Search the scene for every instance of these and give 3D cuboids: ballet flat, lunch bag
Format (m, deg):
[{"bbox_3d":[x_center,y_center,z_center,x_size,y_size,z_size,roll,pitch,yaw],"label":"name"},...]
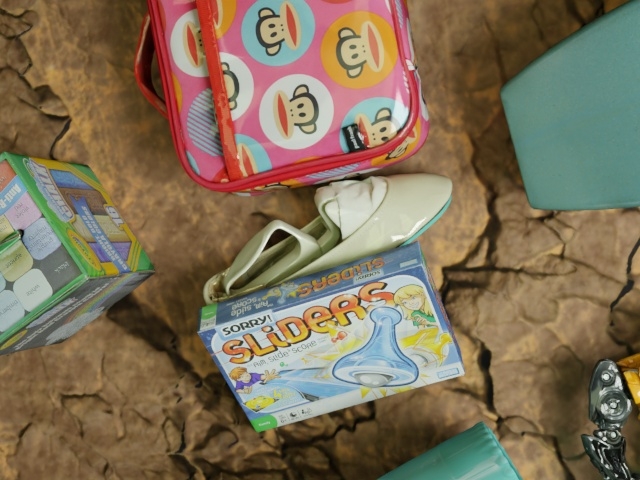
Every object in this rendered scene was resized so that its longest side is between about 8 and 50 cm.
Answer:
[{"bbox_3d":[0.000,0.000,0.886,0.248,0.086,0.086,-36,83,8],"label":"ballet flat"},{"bbox_3d":[-0.049,-0.190,0.895,0.258,0.120,0.293,-13,85,15],"label":"lunch bag"}]

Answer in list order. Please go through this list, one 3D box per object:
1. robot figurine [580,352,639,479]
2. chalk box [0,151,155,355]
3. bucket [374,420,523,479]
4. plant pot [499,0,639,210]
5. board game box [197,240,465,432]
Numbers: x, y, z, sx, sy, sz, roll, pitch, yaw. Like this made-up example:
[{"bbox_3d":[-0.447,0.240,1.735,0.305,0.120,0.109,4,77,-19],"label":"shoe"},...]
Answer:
[{"bbox_3d":[0.341,0.195,0.822,0.211,0.085,0.291,-21,86,10],"label":"robot figurine"},{"bbox_3d":[-0.264,0.013,0.878,0.132,0.213,0.132,-35,83,8],"label":"chalk box"},{"bbox_3d":[0.117,0.291,0.777,0.183,0.281,0.281,-33,83,4],"label":"bucket"},{"bbox_3d":[0.276,-0.108,0.789,0.234,0.165,0.166,-16,86,33],"label":"plant pot"},{"bbox_3d":[0.011,0.088,0.875,0.201,0.035,0.136,-18,125,11],"label":"board game box"}]
